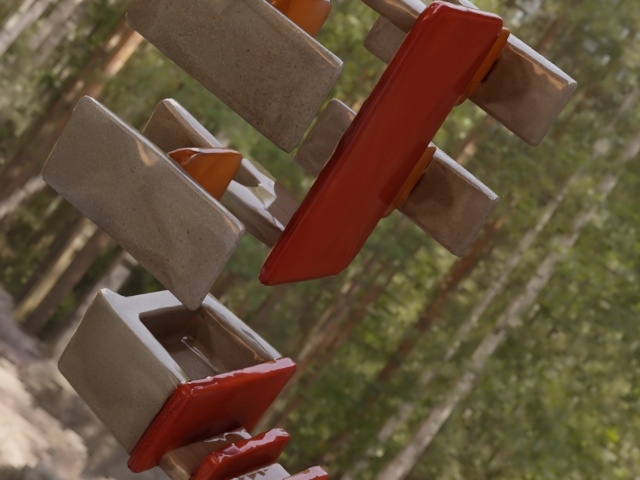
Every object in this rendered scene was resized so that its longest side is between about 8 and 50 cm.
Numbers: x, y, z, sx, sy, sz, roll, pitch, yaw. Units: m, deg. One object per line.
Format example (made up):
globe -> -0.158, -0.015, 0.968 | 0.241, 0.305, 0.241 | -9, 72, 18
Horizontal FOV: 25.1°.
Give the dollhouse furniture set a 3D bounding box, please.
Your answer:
dollhouse furniture set -> 0.000, 0.000, 0.673 | 0.135, 0.259, 0.262 | 41, 22, 21
